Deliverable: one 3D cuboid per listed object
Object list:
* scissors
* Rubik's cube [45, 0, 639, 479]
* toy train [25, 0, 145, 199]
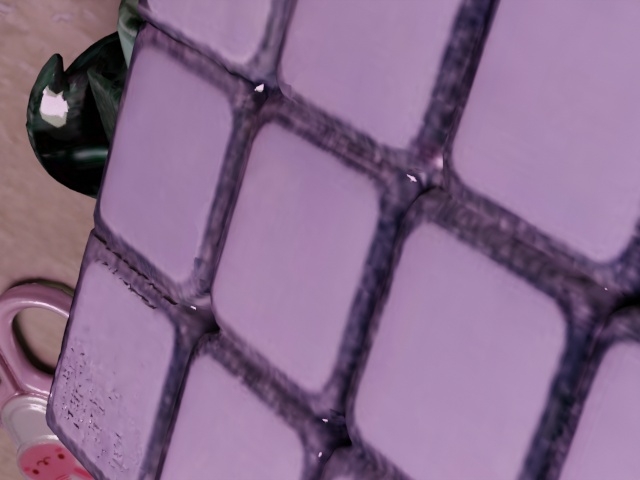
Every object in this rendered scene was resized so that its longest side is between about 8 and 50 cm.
[{"bbox_3d":[-0.160,0.128,1.017,0.118,0.030,0.242,-12,123,17],"label":"scissors"},{"bbox_3d":[0.152,-0.010,0.548,0.344,0.344,0.337,1,112,-39],"label":"Rubik's cube"},{"bbox_3d":[0.000,0.000,0.778,0.238,0.167,0.299,-19,129,-16],"label":"toy train"}]
